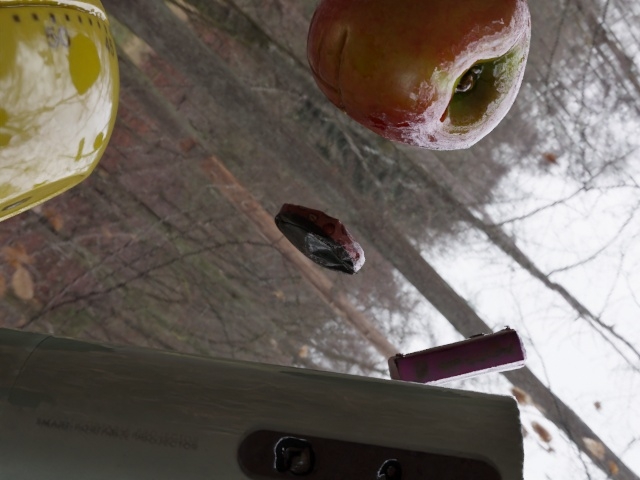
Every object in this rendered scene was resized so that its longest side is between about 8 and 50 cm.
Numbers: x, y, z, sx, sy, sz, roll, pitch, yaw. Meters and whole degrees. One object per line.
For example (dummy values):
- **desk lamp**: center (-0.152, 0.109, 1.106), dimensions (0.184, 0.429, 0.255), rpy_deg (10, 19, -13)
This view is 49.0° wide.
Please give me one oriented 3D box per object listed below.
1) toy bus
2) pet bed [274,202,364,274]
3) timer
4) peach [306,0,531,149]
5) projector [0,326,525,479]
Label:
- **toy bus**: center (0.276, 0.246, 1.436), dimensions (0.273, 0.090, 0.112), rpy_deg (-15, 166, 2)
- **pet bed**: center (0.000, 0.000, 1.389), dimensions (0.053, 0.201, 0.201), rpy_deg (-53, -160, -17)
- **timer**: center (-0.393, -0.204, 0.697), dimensions (0.376, 0.387, 0.376), rpy_deg (-23, -174, 2)
- **peach**: center (0.117, -0.256, 0.867), dimensions (0.274, 0.248, 0.245), rpy_deg (42, -70, 36)
- **projector**: center (-0.050, 0.127, 0.434), dimensions (0.108, 0.337, 0.108), rpy_deg (7, 90, -85)
